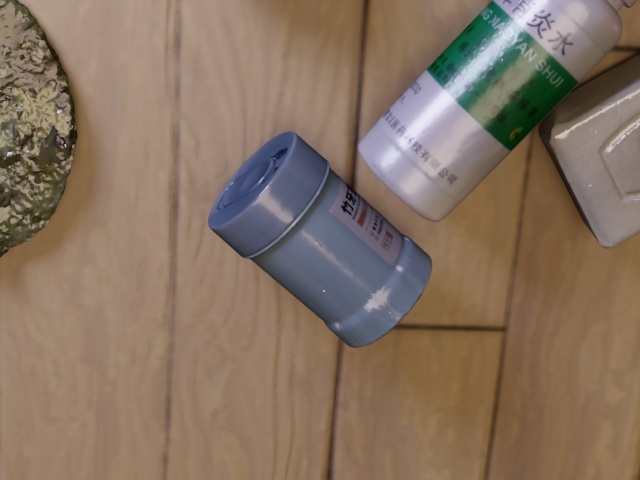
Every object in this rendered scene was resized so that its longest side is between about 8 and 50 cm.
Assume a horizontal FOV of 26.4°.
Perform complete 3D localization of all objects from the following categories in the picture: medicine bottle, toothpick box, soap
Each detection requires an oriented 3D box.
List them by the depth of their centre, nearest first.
[{"bbox_3d":[0.146,-0.133,1.045,0.095,0.095,0.260,41,100,-18],"label":"medicine bottle"},{"bbox_3d":[0.000,0.000,1.074,0.153,0.101,0.101,42,101,-20],"label":"toothpick box"},{"bbox_3d":[0.277,-0.090,1.091,0.183,0.064,0.121,-29,113,6],"label":"soap"}]

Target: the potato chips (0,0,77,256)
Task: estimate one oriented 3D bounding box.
[{"bbox_3d":[-0.283,-0.091,1.049,0.202,0.029,0.220,-35,108,4],"label":"potato chips"}]
